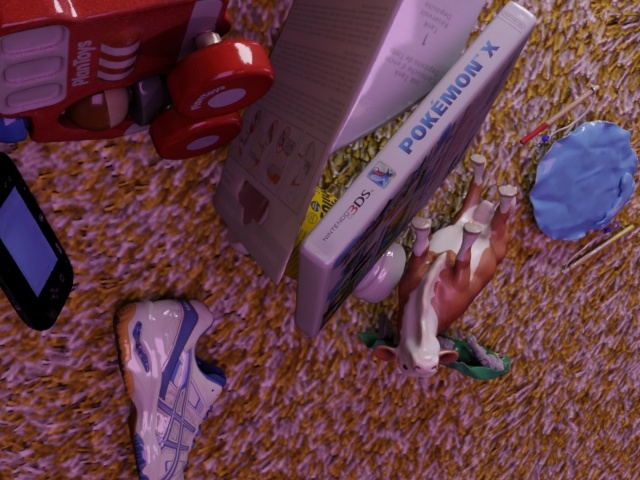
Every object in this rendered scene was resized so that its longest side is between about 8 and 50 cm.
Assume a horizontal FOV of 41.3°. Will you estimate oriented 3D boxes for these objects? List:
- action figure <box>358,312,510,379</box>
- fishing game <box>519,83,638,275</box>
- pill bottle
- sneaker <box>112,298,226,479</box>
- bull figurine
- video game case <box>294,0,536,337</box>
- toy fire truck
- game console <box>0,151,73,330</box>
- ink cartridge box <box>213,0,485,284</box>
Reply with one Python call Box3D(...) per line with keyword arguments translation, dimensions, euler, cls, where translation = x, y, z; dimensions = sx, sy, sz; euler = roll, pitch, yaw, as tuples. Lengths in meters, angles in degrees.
Box3D(translation=(0.184, 0.154, 1.191), dimensions=(0.232, 0.137, 0.063), euler=(20, 86, -34), cls="action figure")
Box3D(translation=(0.374, -0.088, 1.216), dimensions=(0.189, 0.041, 0.264), euler=(-36, 124, -6), cls="fishing game")
Box3D(translation=(0.000, 0.000, 1.057), dimensions=(0.208, 0.117, 0.117), euler=(28, 96, -26), cls="pill bottle")
Box3D(translation=(-0.176, 0.215, 1.065), dimensions=(0.131, 0.112, 0.296), euler=(-9, 111, -18), cls="sneaker")
Box3D(translation=(0.164, 0.032, 1.062), dimensions=(0.101, 0.310, 0.188), euler=(21, 130, 17), cls="bull figurine")
Box3D(translation=(0.079, -0.050, 0.864), dimensions=(0.036, 0.329, 0.300), euler=(38, 76, 8), cls="video game case")
Box3D(translation=(-0.205, -0.172, 0.830), dimensions=(0.254, 0.302, 0.169), euler=(-17, 82, -23), cls="toy fire truck")
Box3D(translation=(-0.343, -0.067, 0.889), dimensions=(0.044, 0.213, 0.361), euler=(1, 132, 21), cls="game console")
Box3D(translation=(0.021, -0.162, 0.906), dimensions=(0.091, 0.308, 0.385), euler=(20, 100, -24), cls="ink cartridge box")
